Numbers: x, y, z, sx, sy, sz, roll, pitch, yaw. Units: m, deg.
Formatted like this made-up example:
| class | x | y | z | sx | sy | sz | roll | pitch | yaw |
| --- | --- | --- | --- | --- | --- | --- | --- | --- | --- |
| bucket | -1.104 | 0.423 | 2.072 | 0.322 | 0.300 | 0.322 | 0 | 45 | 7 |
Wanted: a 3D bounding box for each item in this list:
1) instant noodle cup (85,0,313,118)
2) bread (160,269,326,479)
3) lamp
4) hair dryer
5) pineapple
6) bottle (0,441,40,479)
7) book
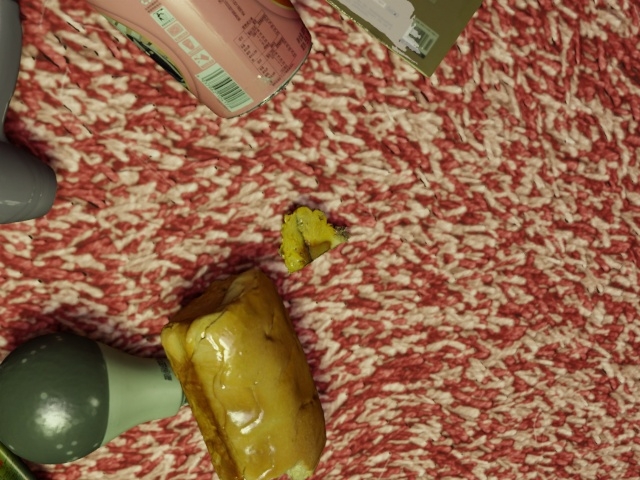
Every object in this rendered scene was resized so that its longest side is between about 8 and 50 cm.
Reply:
| class | x | y | z | sx | sy | sz | roll | pitch | yaw |
| --- | --- | --- | --- | --- | --- | --- | --- | --- | --- |
| instant noodle cup | -0.148 | -0.293 | 0.918 | 0.244 | 0.244 | 0.255 | -42 | 121 | 3 |
| bread | -0.096 | 0.220 | 1.109 | 0.195 | 0.149 | 0.344 | -43 | 122 | -44 |
| lamp | -0.320 | 0.207 | 1.092 | 0.314 | 0.182 | 0.182 | -15 | 115 | -42 |
| hair dryer | -0.455 | -0.205 | 0.912 | 0.301 | 0.121 | 0.361 | 12 | 89 | -44 |
| pineapple | 0.000 | 0.000 | 1.123 | 0.114 | 0.077 | 0.114 | -12 | 116 | -23 |
| bottle | -0.463 | 0.351 | 1.080 | 0.082 | 0.082 | 0.286 | -20 | 132 | -6 |
| book | 0.161 | -0.417 | 1.040 | 0.217 | 0.021 | 0.310 | 32 | 99 | -20 |
